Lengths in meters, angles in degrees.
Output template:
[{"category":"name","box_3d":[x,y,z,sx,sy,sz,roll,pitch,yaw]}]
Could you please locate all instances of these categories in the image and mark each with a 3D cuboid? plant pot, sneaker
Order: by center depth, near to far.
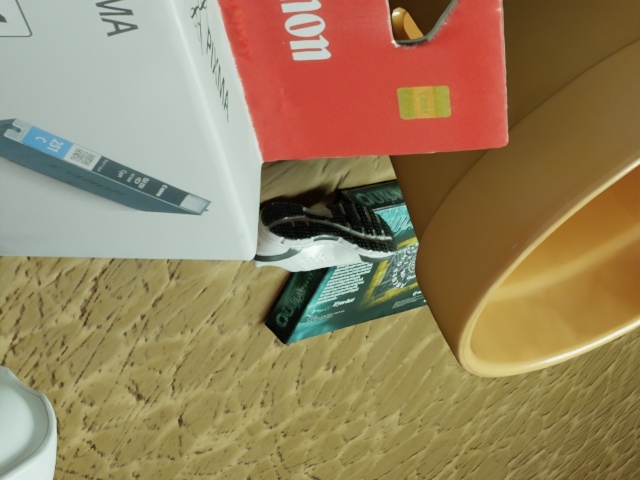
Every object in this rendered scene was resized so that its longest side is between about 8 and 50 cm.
[{"category":"plant pot","box_3d":[0.155,-0.082,1.072,0.291,0.203,0.291,-27,157,-13]},{"category":"sneaker","box_3d":[0.000,0.000,1.182,0.109,0.040,0.044,7,139,-29]}]

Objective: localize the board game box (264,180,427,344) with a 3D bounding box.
[{"category":"board game box","box_3d":[0.052,0.007,1.306,0.186,0.026,0.126,-12,139,-50]}]

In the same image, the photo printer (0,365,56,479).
[{"category":"photo printer","box_3d":[-0.270,0.206,0.958,0.307,0.107,0.256,-33,154,-56]}]

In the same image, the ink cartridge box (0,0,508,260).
[{"category":"ink cartridge box","box_3d":[-0.052,-0.084,0.768,0.261,0.066,0.296,0,153,7]}]
